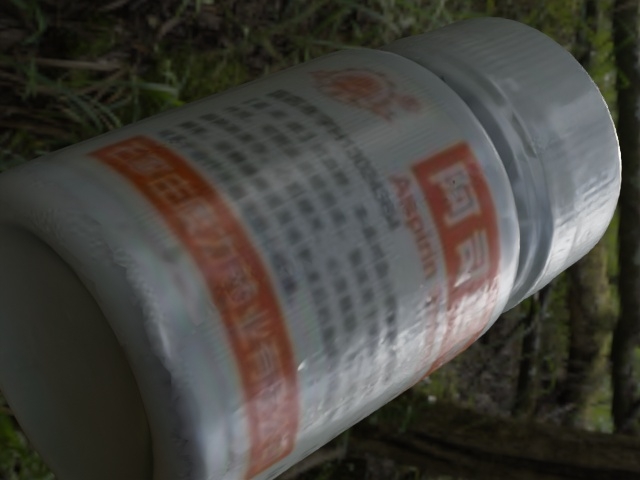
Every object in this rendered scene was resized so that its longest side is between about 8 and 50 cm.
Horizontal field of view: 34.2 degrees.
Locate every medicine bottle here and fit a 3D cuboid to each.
[{"bbox_3d":[0.000,0.000,0.630,0.371,0.211,0.211,-26,129,-37],"label":"medicine bottle"}]
